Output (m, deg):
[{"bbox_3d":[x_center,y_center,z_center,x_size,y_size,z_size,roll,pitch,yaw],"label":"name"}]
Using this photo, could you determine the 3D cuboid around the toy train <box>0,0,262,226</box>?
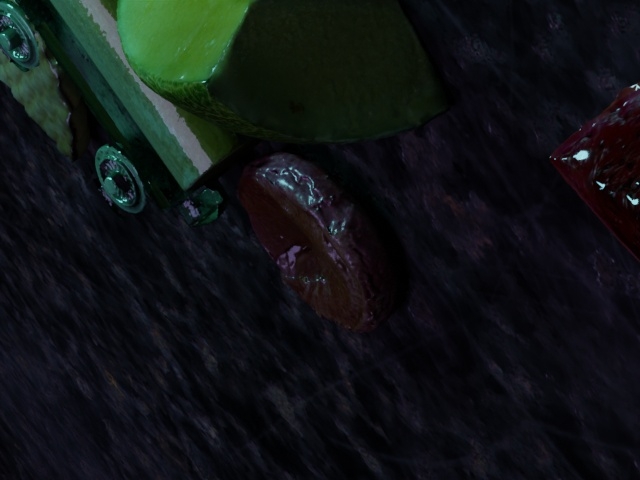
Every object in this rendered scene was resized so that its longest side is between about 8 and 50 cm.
[{"bbox_3d":[-0.171,-0.150,1.726,0.307,0.126,0.189,55,157,1],"label":"toy train"}]

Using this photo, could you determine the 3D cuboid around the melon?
[{"bbox_3d":[-0.058,-0.155,1.515,0.323,0.196,0.124,32,113,58],"label":"melon"}]

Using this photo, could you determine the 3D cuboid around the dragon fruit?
[{"bbox_3d":[0.264,0.005,1.104,0.211,0.134,0.262,54,176,-28],"label":"dragon fruit"}]

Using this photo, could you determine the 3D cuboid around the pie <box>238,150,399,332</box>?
[{"bbox_3d":[0.000,0.000,1.693,0.182,0.049,0.182,43,159,21],"label":"pie"}]

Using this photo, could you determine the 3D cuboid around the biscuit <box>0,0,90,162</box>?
[{"bbox_3d":[-0.323,-0.216,2.052,0.273,0.036,0.187,47,156,21],"label":"biscuit"}]
